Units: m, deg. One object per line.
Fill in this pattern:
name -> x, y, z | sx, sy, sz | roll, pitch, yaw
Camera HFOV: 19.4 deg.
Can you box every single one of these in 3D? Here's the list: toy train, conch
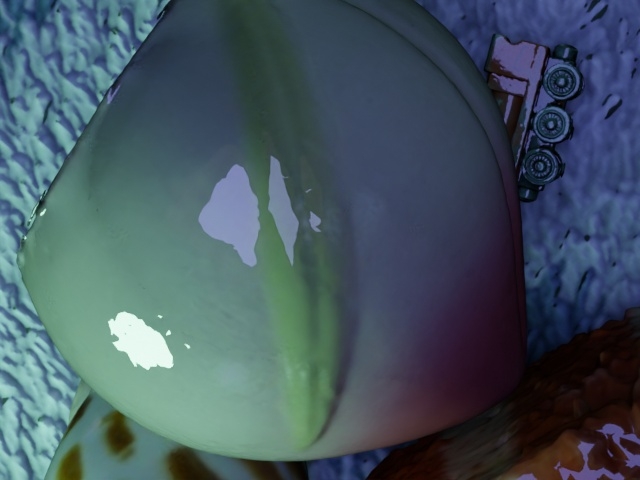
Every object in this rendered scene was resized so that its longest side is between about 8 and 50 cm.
toy train -> 0.129, -0.077, 1.181 | 0.064, 0.044, 0.103 | 14, 96, 8
conch -> -0.090, 0.202, 1.185 | 0.183, 0.149, 0.275 | -25, 91, 13

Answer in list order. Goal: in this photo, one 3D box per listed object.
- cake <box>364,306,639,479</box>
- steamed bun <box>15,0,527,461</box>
cake -> 0.201, 0.193, 1.091 | 0.319, 0.270, 0.269 | -33, 92, 8
steamed bun -> 0.000, 0.000, 1.086 | 0.309, 0.309, 0.309 | 1, 97, 7
